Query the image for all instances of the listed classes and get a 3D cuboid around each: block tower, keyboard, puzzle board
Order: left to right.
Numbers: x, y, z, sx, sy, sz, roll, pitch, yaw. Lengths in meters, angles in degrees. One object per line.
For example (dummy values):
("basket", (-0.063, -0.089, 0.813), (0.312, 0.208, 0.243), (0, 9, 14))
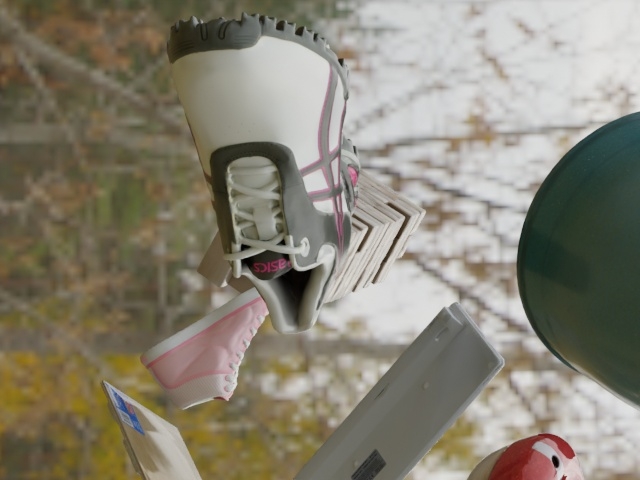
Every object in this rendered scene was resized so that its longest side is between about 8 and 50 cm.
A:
("puzzle board", (-0.130, 0.175, 1.561), (0.011, 0.096, 0.128), (-43, -139, 9))
("block tower", (0.000, 0.000, 1.930), (0.091, 0.097, 0.335), (-62, 163, 16))
("keyboard", (0.031, 0.157, 1.374), (0.256, 0.014, 0.072), (-50, -130, 14))

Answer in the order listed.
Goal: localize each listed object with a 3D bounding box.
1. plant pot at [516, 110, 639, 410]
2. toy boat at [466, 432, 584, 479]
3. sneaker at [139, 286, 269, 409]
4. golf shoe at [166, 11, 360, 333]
("plant pot", (0.343, 0.046, 1.683), (0.255, 0.271, 0.272), (-131, -138, -65))
("toy boat", (0.196, 0.239, 1.342), (0.151, 0.151, 0.231), (-25, -82, 34))
("sneaker", (-0.075, 0.090, 1.587), (0.070, 0.134, 0.051), (58, -12, 7))
("golf shoe", (-0.027, -0.044, 1.232), (0.273, 0.105, 0.120), (64, 26, -59))
